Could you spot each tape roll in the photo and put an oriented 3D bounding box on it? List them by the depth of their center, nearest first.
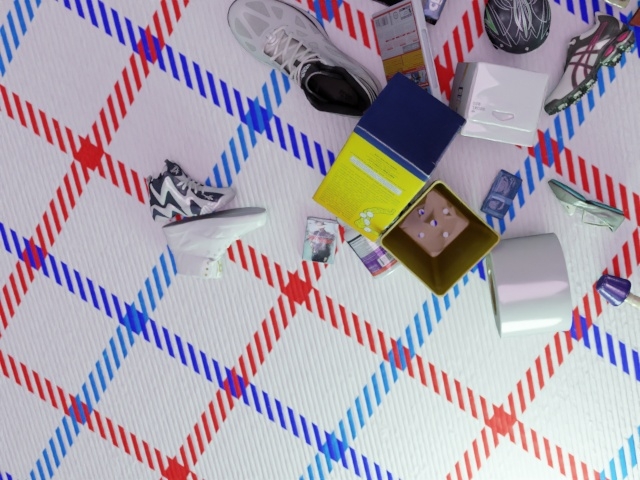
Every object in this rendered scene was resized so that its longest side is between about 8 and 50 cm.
[{"bbox_3d":[0.508,0.111,1.894,0.169,0.246,0.246,-9,101,7],"label":"tape roll"}]

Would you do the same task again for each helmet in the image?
[{"bbox_3d":[0.463,-0.523,1.806,0.169,0.161,0.170,1,102,6],"label":"helmet"}]

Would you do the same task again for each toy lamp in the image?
[{"bbox_3d":[0.833,0.169,1.958,0.274,0.080,0.080,27,103,-2],"label":"toy lamp"}]

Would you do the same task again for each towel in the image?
[{"bbox_3d":[0.462,-0.116,1.960,0.067,0.029,0.120,24,103,0],"label":"towel"}]

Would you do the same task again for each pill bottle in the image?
[{"bbox_3d":[0.128,-0.004,1.978,0.108,0.108,0.193,-36,96,12],"label":"pill bottle"}]

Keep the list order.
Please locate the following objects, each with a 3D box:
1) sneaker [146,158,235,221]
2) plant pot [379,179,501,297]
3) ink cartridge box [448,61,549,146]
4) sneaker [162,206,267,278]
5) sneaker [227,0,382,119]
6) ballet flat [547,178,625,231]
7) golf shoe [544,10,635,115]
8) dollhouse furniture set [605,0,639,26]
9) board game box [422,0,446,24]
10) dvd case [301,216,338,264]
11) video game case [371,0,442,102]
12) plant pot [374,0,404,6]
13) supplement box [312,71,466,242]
[{"bbox_3d":[-0.349,-0.146,2.004,0.234,0.094,0.153,-9,109,18],"label":"sneaker"},{"bbox_3d":[0.288,-0.023,1.914,0.212,0.187,0.212,42,103,-7],"label":"plant pot"},{"bbox_3d":[0.408,-0.325,1.809,0.171,0.233,0.168,9,103,-3],"label":"ink cartridge box"},{"bbox_3d":[-0.261,0.012,2.030,0.292,0.108,0.169,-10,102,18],"label":"sneaker"},{"bbox_3d":[-0.042,-0.446,1.826,0.447,0.257,0.169,34,103,-2],"label":"sneaker"},{"bbox_3d":[0.657,-0.082,1.927,0.213,0.072,0.068,25,107,0],"label":"ballet flat"},{"bbox_3d":[0.628,-0.423,1.857,0.273,0.105,0.120,-46,76,8],"label":"golf shoe"},{"bbox_3d":[0.701,-0.544,1.702,0.374,0.201,0.152,17,120,-13],"label":"dollhouse furniture set"},{"bbox_3d":[0.303,-0.633,1.799,0.042,0.165,0.243,23,103,1],"label":"board game box"},{"bbox_3d":[0.000,0.000,2.041,0.087,0.013,0.120,9,102,4],"label":"dvd case"},{"bbox_3d":[0.209,-0.421,1.843,0.025,0.204,0.285,-18,101,-22],"label":"video game case"},{"bbox_3d":[0.166,-0.665,1.808,0.187,0.188,0.167,22,90,1],"label":"plant pot"},{"bbox_3d":[0.151,-0.183,1.792,0.195,0.356,0.194,36,62,0],"label":"supplement box"}]
